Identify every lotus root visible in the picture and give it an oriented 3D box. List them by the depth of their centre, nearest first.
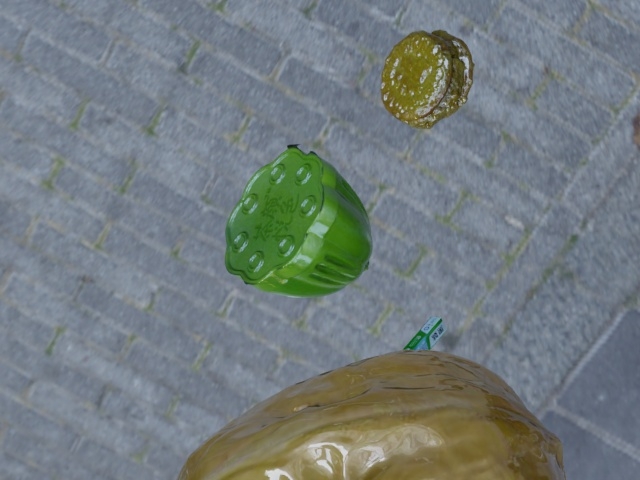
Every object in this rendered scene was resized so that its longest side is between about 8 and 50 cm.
[{"bbox_3d":[0.000,0.000,1.396,0.186,0.186,0.186,3,115,5],"label":"lotus root"}]

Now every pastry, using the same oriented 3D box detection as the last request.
[{"bbox_3d":[0.109,-0.169,1.186,0.097,0.057,0.109,-3,82,50],"label":"pastry"}]

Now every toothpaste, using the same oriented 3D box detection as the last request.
[{"bbox_3d":[0.113,0.119,1.296,0.017,0.083,0.020,1,126,47],"label":"toothpaste"}]

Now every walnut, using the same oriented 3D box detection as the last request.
[{"bbox_3d":[0.025,0.158,0.608,0.225,0.193,0.193,-28,110,-3],"label":"walnut"}]
